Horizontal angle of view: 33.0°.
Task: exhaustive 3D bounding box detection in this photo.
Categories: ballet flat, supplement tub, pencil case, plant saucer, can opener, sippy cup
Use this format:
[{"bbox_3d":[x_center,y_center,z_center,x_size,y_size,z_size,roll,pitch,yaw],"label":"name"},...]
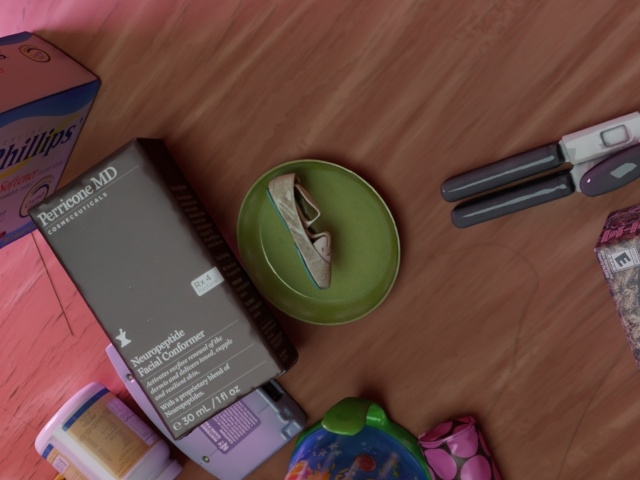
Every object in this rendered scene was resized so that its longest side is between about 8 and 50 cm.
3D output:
[{"bbox_3d":[-0.016,-0.013,1.450,0.052,0.057,0.168,-26,98,17],"label":"ballet flat"},{"bbox_3d":[-0.328,0.335,1.687,0.200,0.144,0.144,42,118,4],"label":"supplement tub"},{"bbox_3d":[0.204,0.351,1.514,0.098,0.095,0.209,-11,102,41],"label":"pencil case"},{"bbox_3d":[0.000,0.000,1.499,0.241,0.037,0.241,7,111,19],"label":"plant saucer"},{"bbox_3d":[0.278,-0.079,1.327,0.283,0.095,0.076,-18,100,26],"label":"can opener"},{"bbox_3d":[0.030,0.392,1.520,0.240,0.224,0.305,-28,96,27],"label":"sippy cup"}]

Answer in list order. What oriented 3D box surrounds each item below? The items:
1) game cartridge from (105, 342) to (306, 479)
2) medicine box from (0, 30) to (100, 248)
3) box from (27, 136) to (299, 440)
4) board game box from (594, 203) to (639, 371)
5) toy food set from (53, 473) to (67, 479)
[{"bbox_3d":[-0.182,0.225,1.644,0.294,0.060,0.196,47,115,1],"label":"game cartridge"},{"bbox_3d":[-0.482,-0.122,1.521,0.149,0.263,0.289,35,118,7],"label":"medicine box"},{"bbox_3d":[-0.213,0.063,1.510,0.191,0.143,0.381,-34,88,8],"label":"box"},{"bbox_3d":[0.503,0.050,1.256,0.291,0.141,0.232,-19,100,27],"label":"board game box"},{"bbox_3d":[-0.388,0.428,1.786,0.128,0.071,0.218,44,118,3],"label":"toy food set"}]
